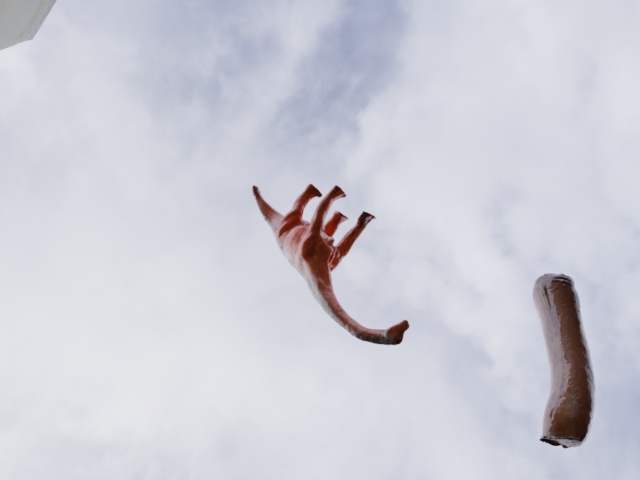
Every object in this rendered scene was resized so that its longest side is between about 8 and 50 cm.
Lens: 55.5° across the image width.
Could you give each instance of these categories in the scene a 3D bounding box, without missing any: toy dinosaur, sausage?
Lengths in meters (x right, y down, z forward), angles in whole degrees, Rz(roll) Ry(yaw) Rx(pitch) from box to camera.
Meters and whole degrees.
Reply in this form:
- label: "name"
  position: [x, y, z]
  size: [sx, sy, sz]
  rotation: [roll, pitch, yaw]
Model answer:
- label: "toy dinosaur"
  position: [0.004, 0.003, 0.570]
  size: [0.055, 0.279, 0.101]
  rotation: [39, -94, -35]
- label: "sausage"
  position: [0.214, 0.100, 0.539]
  size: [0.047, 0.040, 0.176]
  rotation: [20, -133, -8]

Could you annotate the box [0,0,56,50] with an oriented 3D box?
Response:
- label: "box"
  position: [-0.207, -0.157, 0.341]
  size: [0.041, 0.279, 0.153]
  rotation: [37, -66, -15]
